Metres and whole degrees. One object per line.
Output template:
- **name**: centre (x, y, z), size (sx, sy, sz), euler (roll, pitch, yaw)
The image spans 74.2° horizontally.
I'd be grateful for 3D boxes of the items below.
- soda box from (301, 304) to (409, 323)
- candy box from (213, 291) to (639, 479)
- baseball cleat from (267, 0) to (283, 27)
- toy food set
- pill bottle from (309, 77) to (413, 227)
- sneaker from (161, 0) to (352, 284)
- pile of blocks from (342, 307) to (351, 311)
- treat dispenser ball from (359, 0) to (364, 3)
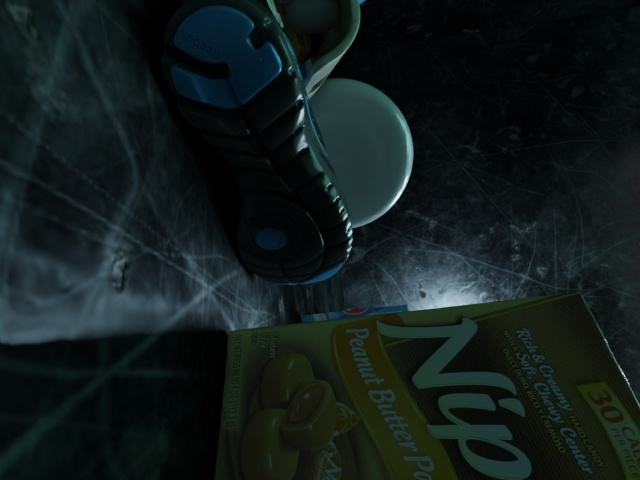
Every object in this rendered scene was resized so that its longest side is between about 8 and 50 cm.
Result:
- **soda box**: centre (0.069, 0.180, 0.817), size (0.071, 0.210, 0.067), euler (-89, 170, -56)
- **candy box**: centre (0.079, 0.156, 0.349), size (0.087, 0.317, 0.182), euler (77, 7, -51)
- **baseball cleat**: centre (-0.090, -0.403, 0.630), size (0.205, 0.072, 0.109), euler (73, 18, -46)
- **toy food set**: centre (-0.061, -0.301, 0.441), size (0.220, 0.093, 0.305), euler (-142, -147, -78)
- **pill bottle**: centre (0.032, -0.187, 0.806), size (0.407, 0.229, 0.228), euler (-84, 166, -69)
- **sneaker**: centre (-0.040, -0.085, 0.437), size (0.340, 0.125, 0.139), euler (79, 5, -46)
- **pile of blocks**: centre (0.097, 0.231, 1.040), size (0.148, 0.113, 0.362), euler (-57, -162, -11)
- **treat dispenser ball**: centre (0.012, -0.618, 0.858), size (0.288, 0.289, 0.287), euler (-7, 90, -85)
